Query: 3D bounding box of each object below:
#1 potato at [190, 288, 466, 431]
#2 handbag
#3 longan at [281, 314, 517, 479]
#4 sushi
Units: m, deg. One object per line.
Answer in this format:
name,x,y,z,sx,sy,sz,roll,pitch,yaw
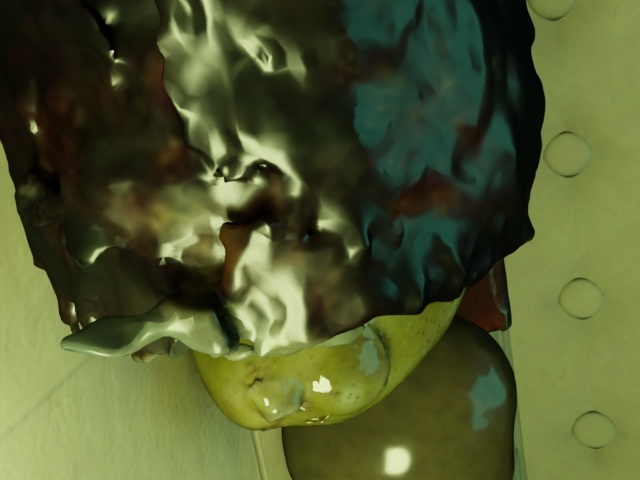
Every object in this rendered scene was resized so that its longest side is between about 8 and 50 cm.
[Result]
potato,0.012,0.019,0.767,0.202,0.218,0.351,-57,-172,44
handbag,0.169,0.026,1.302,0.181,0.181,0.254,-81,160,-66
longan,0.086,0.181,0.892,0.248,0.248,0.248,-5,90,-73
sushi,-0.036,-0.110,0.470,0.299,0.281,0.294,20,-60,60
